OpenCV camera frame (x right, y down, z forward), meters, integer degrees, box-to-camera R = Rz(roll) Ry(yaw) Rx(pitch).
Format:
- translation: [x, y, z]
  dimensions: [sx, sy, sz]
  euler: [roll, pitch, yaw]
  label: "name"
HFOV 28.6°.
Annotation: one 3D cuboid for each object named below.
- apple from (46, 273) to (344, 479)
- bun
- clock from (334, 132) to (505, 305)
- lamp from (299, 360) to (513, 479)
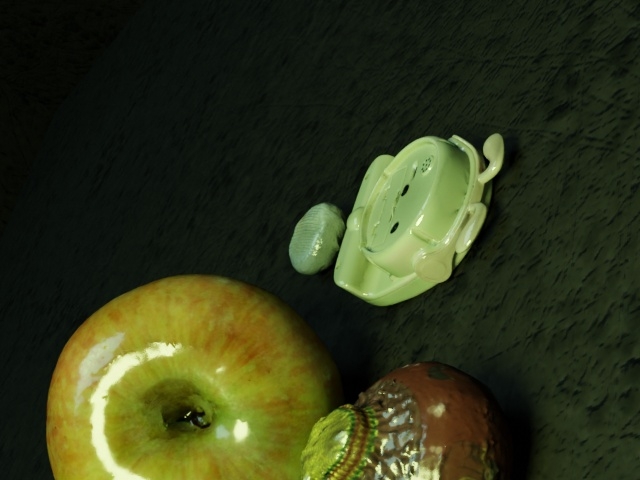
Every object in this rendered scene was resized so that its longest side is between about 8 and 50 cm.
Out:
- translation: [-0.108, 0.158, 1.114]
  dimensions: [0.264, 0.264, 0.264]
  euler: [-48, 24, 30]
  label: "apple"
- translation: [0.000, 0.000, 1.350]
  dimensions: [0.083, 0.045, 0.083]
  euler: [-49, 26, 34]
  label: "bun"
- translation: [0.094, -0.028, 1.145]
  dimensions: [0.191, 0.062, 0.152]
  euler: [-26, 40, 56]
  label: "clock"
- translation: [0.058, 0.157, 0.885]
  dimensions: [0.157, 0.135, 0.156]
  euler: [-63, 21, -11]
  label: "lamp"
